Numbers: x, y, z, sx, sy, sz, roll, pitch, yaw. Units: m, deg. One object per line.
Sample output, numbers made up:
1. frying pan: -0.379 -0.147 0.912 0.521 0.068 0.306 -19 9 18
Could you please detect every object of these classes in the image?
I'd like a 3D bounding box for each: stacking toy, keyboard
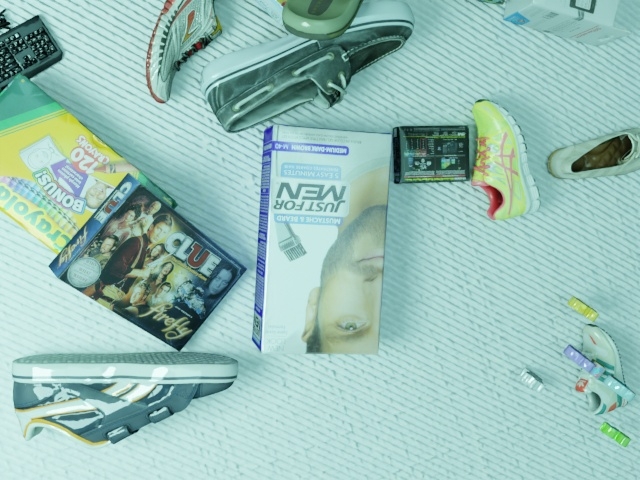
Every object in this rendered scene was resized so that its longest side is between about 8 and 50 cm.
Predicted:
1. stacking toy: 0.464 0.220 1.216 0.221 0.052 0.167 34 100 6
2. keyboard: -0.475 -0.257 1.041 0.192 0.038 0.100 -34 99 -9

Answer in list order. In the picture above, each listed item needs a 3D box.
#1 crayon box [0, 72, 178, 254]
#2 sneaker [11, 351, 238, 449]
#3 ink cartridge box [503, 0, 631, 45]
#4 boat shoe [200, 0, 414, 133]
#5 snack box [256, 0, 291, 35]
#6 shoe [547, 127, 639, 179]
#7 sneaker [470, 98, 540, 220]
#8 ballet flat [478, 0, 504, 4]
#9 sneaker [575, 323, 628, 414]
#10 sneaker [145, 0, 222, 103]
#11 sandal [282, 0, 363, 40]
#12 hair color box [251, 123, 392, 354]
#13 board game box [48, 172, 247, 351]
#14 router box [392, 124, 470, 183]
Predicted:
1. crayon box: -0.365 -0.081 1.051 0.278 0.081 0.165 40 85 -12
2. sneaker: -0.280 0.229 1.069 0.321 0.126 0.127 -1 89 -1
3. ink cartridge box: 0.404 -0.375 1.187 0.180 0.104 0.060 11 90 -13
4. boat shoe: -0.007 -0.247 1.092 0.335 0.121 0.119 -22 77 0
5. snack box: -0.058 -0.388 1.103 0.141 0.037 0.100 43 56 -11
6. shoe: 0.496 -0.143 1.244 0.219 0.058 0.076 -14 96 -11
7. sneaker: 0.282 -0.126 1.189 0.094 0.081 0.208 -23 98 -8
8. ballet flat: 0.213 -0.433 1.172 0.188 0.070 0.070 45 84 -9
9. sneaker: 0.473 0.226 1.262 0.075 0.057 0.161 -22 100 -16
10. sneaker: -0.194 -0.305 1.072 0.093 0.088 0.225 21 89 -14
11. sandal: 0.027 -0.397 1.042 0.120 0.086 0.302 7 50 11
12. hair color box: 0.000 0.000 1.123 0.185 0.110 0.338 2 95 -13
13. board game box: -0.235 0.039 1.043 0.165 0.042 0.243 -51 135 -5
14. router box: 0.180 -0.139 1.187 0.123 0.038 0.092 -2 93 -12
